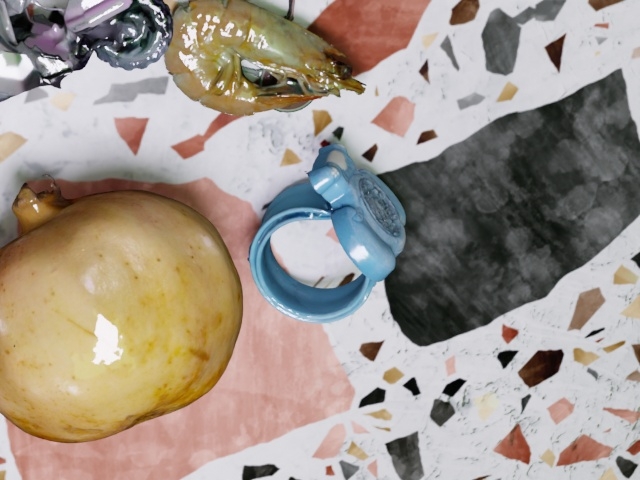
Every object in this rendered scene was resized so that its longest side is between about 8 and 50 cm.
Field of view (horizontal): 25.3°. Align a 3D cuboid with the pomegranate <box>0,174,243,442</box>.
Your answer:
[{"bbox_3d":[-0.269,0.072,1.721,0.338,0.338,0.338,-8,117,-16],"label":"pomegranate"}]

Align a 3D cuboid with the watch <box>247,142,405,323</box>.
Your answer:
[{"bbox_3d":[0.000,0.000,1.860,0.193,0.211,0.211,-35,123,21],"label":"watch"}]

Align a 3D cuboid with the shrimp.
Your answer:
[{"bbox_3d":[-0.067,-0.217,1.776,0.267,0.061,0.145,11,108,-21],"label":"shrimp"}]

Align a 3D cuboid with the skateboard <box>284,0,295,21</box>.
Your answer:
[{"bbox_3d":[-0.068,-0.299,1.762,0.083,0.032,0.064,-4,126,-20],"label":"skateboard"}]

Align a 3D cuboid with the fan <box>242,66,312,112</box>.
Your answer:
[{"bbox_3d":[-0.060,-0.208,1.820,0.133,0.005,0.085,12,110,-25],"label":"fan"}]

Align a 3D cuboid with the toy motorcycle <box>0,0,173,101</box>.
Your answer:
[{"bbox_3d":[-0.337,-0.260,1.612,0.327,0.143,0.188,-10,117,5],"label":"toy motorcycle"}]
